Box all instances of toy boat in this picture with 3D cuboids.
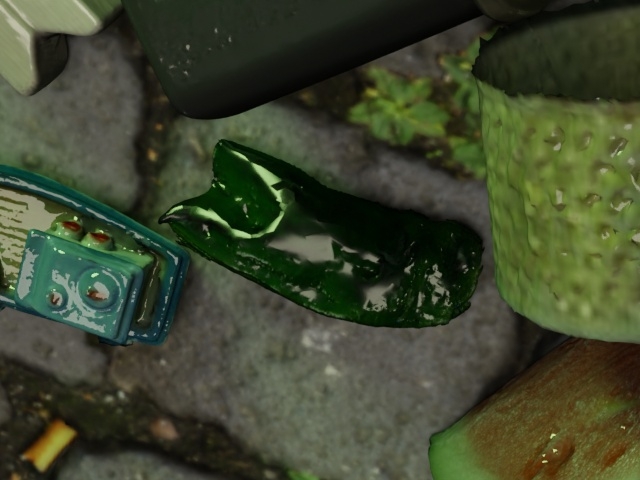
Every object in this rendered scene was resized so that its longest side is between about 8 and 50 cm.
[{"bbox_3d":[-0.216,0.009,1.225,0.238,0.098,0.109,19,106,7],"label":"toy boat"}]

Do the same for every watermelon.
[{"bbox_3d":[0.203,0.135,1.129,0.250,0.283,0.292,-4,79,-1],"label":"watermelon"}]

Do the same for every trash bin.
[{"bbox_3d":[0.031,-0.194,1.057,0.290,0.209,0.182,-22,97,23],"label":"trash bin"}]

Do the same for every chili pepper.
[{"bbox_3d":[0.000,0.000,1.188,0.224,0.061,0.098,18,82,5],"label":"chili pepper"}]

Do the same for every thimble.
[{"bbox_3d":[0.225,-0.054,1.026,0.271,0.271,0.150,-2,109,13],"label":"thimble"}]

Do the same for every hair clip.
[{"bbox_3d":[-0.277,-0.248,1.170,0.331,0.085,0.101,45,112,-10],"label":"hair clip"}]
